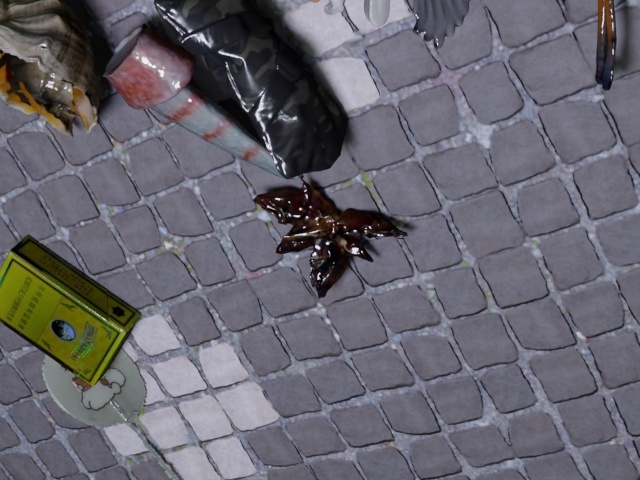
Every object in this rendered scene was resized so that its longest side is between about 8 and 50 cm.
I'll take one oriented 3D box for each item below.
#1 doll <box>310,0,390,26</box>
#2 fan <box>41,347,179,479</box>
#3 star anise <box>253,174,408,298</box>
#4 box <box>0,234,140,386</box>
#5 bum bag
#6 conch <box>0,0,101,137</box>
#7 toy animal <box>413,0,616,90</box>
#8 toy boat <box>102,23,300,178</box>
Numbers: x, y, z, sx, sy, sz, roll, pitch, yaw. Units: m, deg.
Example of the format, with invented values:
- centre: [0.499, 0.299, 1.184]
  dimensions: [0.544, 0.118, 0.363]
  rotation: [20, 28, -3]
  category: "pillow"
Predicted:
- centre: [0.012, -0.353, 1.365]
  dimensions: [0.217, 0.085, 0.183]
  rotation: [30, 125, 40]
  category: "doll"
- centre: [-0.330, 0.281, 1.935]
  dimensions: [0.191, 0.009, 0.329]
  rotation: [-34, 101, 30]
  category: "fan"
- centre: [0.001, -0.002, 1.618]
  dimensions: [0.212, 0.053, 0.157]
  rotation: [25, 124, 3]
  category: "star anise"
- centre: [-0.406, 0.112, 1.833]
  dimensions: [0.220, 0.064, 0.141]
  rotation: [35, 123, -2]
  category: "box"
- centre: [-0.087, -0.225, 1.467]
  dimensions: [0.095, 0.144, 0.340]
  rotation: [-24, 109, 42]
  category: "bum bag"
- centre: [-0.391, -0.262, 1.560]
  dimensions: [0.210, 0.158, 0.291]
  rotation: [-4, 157, 32]
  category: "conch"
- centre: [0.240, -0.341, 1.290]
  dimensions: [0.284, 0.225, 0.302]
  rotation: [14, 113, -9]
  category: "toy animal"
- centre: [-0.151, -0.164, 1.547]
  dimensions: [0.282, 0.096, 0.206]
  rotation: [34, 164, -18]
  category: "toy boat"
